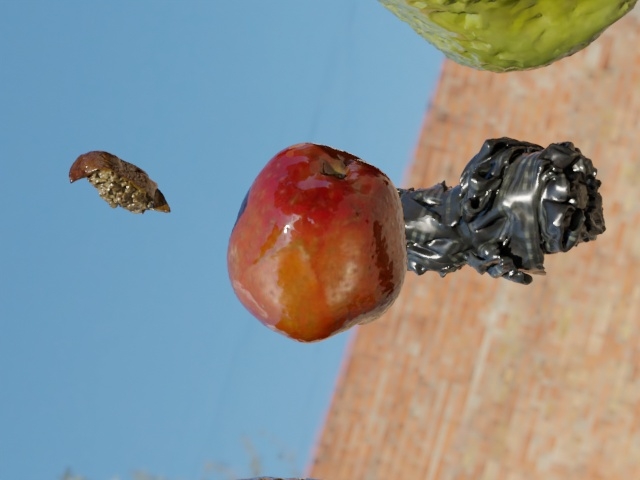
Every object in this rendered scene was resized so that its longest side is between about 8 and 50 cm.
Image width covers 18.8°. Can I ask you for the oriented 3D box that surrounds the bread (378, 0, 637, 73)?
[{"bbox_3d":[0.162,-0.347,1.867,0.308,0.348,0.348,39,-116,-44],"label":"bread"}]

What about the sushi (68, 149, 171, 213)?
[{"bbox_3d":[-0.227,-0.063,2.210,0.120,0.052,0.055,32,-139,-41],"label":"sushi"}]

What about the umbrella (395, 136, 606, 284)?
[{"bbox_3d":[0.139,-0.034,2.076,0.128,0.336,0.154,-16,-75,-54],"label":"umbrella"}]

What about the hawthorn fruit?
[{"bbox_3d":[0.000,0.000,1.394,0.133,0.133,0.138,-53,-28,-50],"label":"hawthorn fruit"}]

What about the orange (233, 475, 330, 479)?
[{"bbox_3d":[-0.029,0.361,1.519,0.293,0.340,0.340,-50,5,46],"label":"orange"}]
